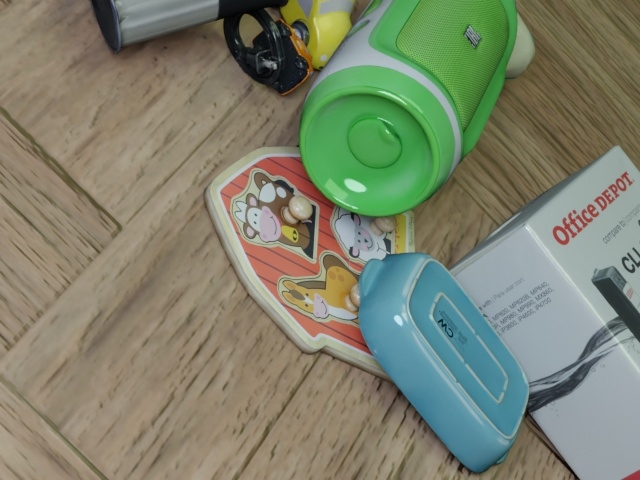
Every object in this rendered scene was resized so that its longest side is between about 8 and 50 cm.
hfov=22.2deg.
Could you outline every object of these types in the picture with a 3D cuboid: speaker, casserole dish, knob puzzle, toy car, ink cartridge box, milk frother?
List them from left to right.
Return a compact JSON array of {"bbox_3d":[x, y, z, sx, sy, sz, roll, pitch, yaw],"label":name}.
[{"bbox_3d":[-0.097,-0.169,1.209,0.134,0.129,0.143,-18,104,-14],"label":"milk frother"},{"bbox_3d":[-0.033,-0.278,1.382,0.239,0.053,0.225,41,40,-12],"label":"toy car"},{"bbox_3d":[-0.003,-0.174,1.292,0.060,0.122,0.040,46,20,23],"label":"toy car"},{"bbox_3d":[0.000,0.000,1.216,0.213,0.030,0.213,25,46,-29],"label":"knob puzzle"},{"bbox_3d":[0.076,-0.134,1.301,0.131,0.131,0.296,44,33,-9],"label":"speaker"},{"bbox_3d":[0.098,0.086,1.215,0.188,0.037,0.114,51,35,-16],"label":"casserole dish"},{"bbox_3d":[0.249,0.082,1.327,0.273,0.114,0.197,52,39,2],"label":"ink cartridge box"}]

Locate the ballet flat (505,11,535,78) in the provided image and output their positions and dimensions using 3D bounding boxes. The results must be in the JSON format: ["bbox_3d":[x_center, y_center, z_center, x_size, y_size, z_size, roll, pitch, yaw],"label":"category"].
[{"bbox_3d":[0.103,-0.247,1.478,0.248,0.086,0.086,54,39,2],"label":"ballet flat"}]
